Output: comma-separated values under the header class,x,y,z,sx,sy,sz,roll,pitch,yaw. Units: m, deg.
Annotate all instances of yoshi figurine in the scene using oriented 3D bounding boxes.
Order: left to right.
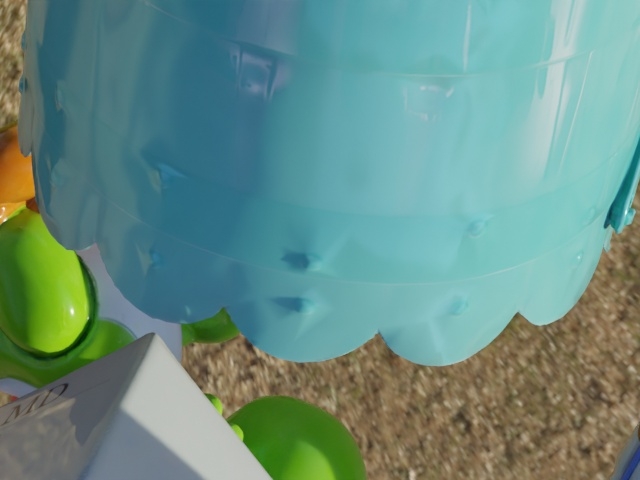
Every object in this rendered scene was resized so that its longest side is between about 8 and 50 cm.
class,x,y,z,sx,sy,sz,roll,pitch,yaw
yoshi figurine,-0.091,0.081,0.796,0.204,0.203,0.362,-31,96,-32

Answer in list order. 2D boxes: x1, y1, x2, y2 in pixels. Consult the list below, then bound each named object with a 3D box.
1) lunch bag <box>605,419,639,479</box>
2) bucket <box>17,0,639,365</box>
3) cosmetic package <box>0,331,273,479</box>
class,x,y,z,sx,sy,sz,roll,pitch,yaw
lunch bag,0.329,0.140,0.779,0.243,0.115,0.303,33,96,18
bucket,0.013,-0.107,0.506,0.281,0.281,0.183,0,137,-11
cosmetic package,-0.170,0.255,0.524,0.230,0.453,0.161,-27,110,21
